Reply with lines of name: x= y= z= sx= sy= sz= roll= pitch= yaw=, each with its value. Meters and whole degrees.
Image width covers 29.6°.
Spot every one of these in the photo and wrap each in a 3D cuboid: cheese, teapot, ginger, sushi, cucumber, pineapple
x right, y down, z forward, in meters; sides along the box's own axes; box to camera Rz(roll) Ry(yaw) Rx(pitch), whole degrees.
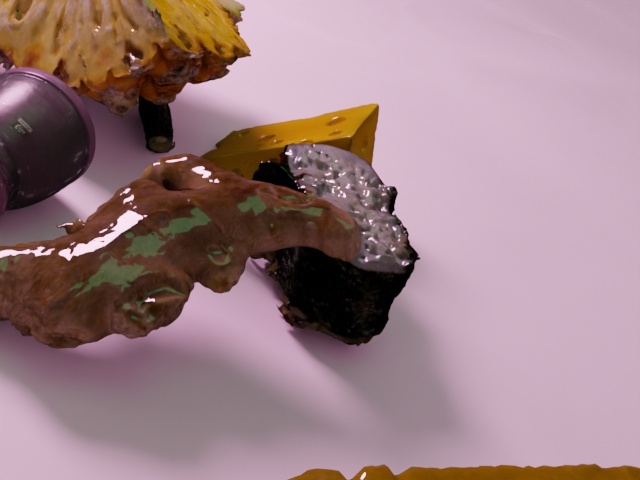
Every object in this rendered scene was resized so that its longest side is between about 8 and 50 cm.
cheese: x=-0.036 y=-0.089 z=1.302 sx=0.171 sy=0.126 sz=0.093 roll=14 pitch=32 yaw=17
teapot: x=-0.288 y=-0.085 z=1.057 sx=0.148 sy=0.116 sz=0.146 roll=31 pitch=36 yaw=3
ginger: x=-0.137 y=0.002 z=0.980 sx=0.333 sy=0.080 sz=0.166 roll=-25 pitch=58 yaw=-25
sushi: x=0.000 y=0.000 z=1.143 sx=0.147 sy=0.115 sz=0.212 roll=14 pitch=31 yaw=-26
cucumber: x=-0.176 y=-0.134 z=1.302 sx=0.033 sy=0.034 sz=0.135 roll=9 pitch=33 yaw=-19
pineapple: x=-0.218 y=-0.218 z=1.306 sx=0.344 sy=0.209 sz=0.286 roll=54 pitch=16 yaw=25

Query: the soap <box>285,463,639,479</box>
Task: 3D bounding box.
soap: x=0.055 y=0.261 z=0.545 sx=0.293 sy=0.335 sz=0.156 roll=2 pitch=36 yaw=-32
